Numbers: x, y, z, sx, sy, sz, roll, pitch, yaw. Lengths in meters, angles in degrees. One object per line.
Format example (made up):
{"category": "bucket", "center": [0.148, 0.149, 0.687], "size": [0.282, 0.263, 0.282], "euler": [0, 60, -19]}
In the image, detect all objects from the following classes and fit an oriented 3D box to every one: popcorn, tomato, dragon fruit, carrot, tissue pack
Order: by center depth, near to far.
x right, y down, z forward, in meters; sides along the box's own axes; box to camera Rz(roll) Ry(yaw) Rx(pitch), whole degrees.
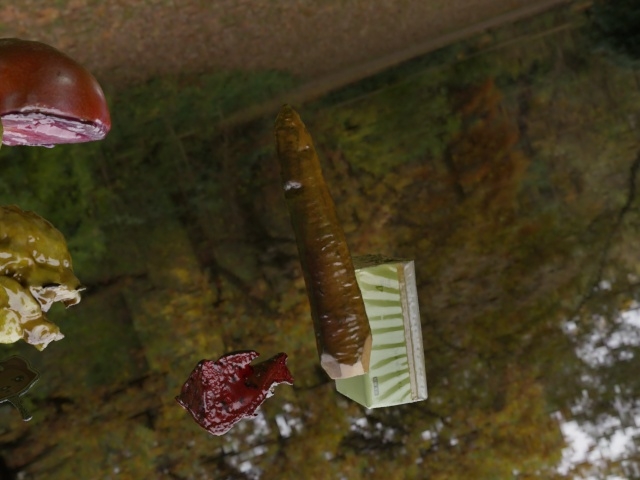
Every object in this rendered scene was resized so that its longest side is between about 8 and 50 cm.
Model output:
{"category": "carrot", "center": [0.000, 0.000, 1.158], "size": [0.066, 0.314, 0.066], "euler": [-14, -178, 0]}
{"category": "dragon fruit", "center": [-0.138, 0.219, 1.654], "size": [0.192, 0.122, 0.092], "euler": [-23, -168, -33]}
{"category": "tissue pack", "center": [0.087, 0.143, 1.698], "size": [0.125, 0.234, 0.159], "euler": [-8, -173, -19]}
{"category": "popcorn", "center": [-0.522, 0.069, 1.750], "size": [0.190, 0.254, 0.191], "euler": [-26, 178, -45]}
{"category": "tomato", "center": [-0.563, -0.277, 1.945], "size": [0.334, 0.176, 0.289], "euler": [-4, 172, 21]}

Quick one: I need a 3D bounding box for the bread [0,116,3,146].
{"category": "bread", "center": [-0.578, -0.147, 1.439], "size": [0.270, 0.270, 0.148], "euler": [-25, 163, -43]}

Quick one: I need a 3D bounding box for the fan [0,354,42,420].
{"category": "fan", "center": [-0.544, 0.261, 1.790], "size": [0.132, 0.009, 0.220], "euler": [-25, -148, -27]}
